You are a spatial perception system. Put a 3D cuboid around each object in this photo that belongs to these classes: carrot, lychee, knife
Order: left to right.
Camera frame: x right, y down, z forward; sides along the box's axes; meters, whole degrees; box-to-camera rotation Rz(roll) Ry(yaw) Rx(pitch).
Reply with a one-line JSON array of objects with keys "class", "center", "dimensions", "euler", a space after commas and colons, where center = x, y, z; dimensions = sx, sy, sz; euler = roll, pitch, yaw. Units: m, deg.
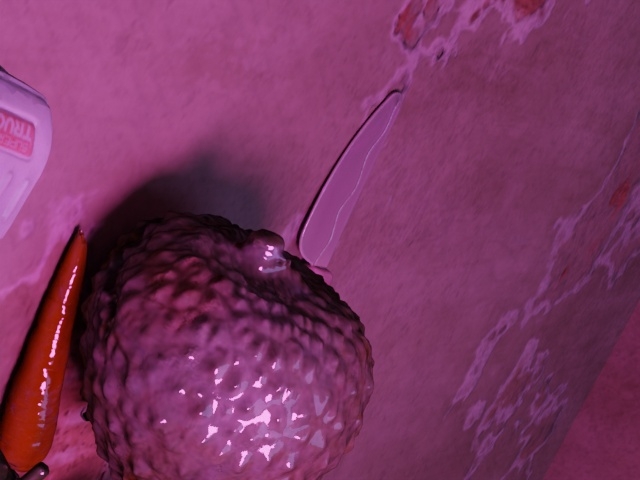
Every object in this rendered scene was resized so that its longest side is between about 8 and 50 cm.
[{"class": "carrot", "center": [-0.220, 0.090, 1.304], "dimensions": [0.048, 0.048, 0.216], "euler": [-13, 125, -58]}, {"class": "lychee", "center": [-0.087, 0.108, 1.317], "dimensions": [0.255, 0.255, 0.274], "euler": [-17, 144, -56]}, {"class": "knife", "center": [-0.002, 0.000, 1.631], "dimensions": [0.081, 0.043, 0.336], "euler": [8, 105, -57]}]

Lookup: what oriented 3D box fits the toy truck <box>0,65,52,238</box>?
[{"class": "toy truck", "center": [-0.281, 0.010, 0.942], "dimensions": [0.305, 0.162, 0.136], "euler": [-59, 155, 3]}]

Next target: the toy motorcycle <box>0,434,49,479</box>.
[{"class": "toy motorcycle", "center": [-0.318, 0.194, 1.105], "dimensions": [0.205, 0.127, 0.275], "euler": [-44, 177, 11]}]

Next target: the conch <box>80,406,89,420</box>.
[{"class": "conch", "center": [-0.138, 0.139, 1.482], "dimensions": [0.200, 0.079, 0.095], "euler": [30, 73, -57]}]
